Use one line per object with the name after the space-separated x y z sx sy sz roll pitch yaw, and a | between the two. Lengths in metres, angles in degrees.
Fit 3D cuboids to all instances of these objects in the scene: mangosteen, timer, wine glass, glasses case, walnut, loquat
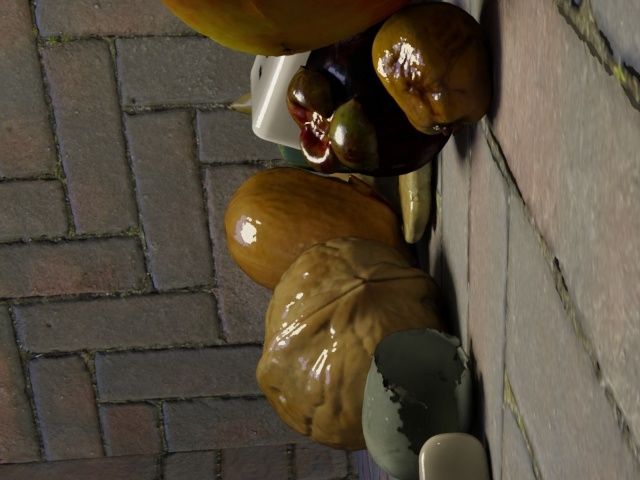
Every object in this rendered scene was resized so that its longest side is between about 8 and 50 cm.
0.060 -0.163 1.412 0.210 0.210 0.209 176 90 -88 | mangosteen
0.026 -0.234 1.628 0.192 0.194 0.195 -97 26 -57 | timer
0.115 0.260 1.495 0.143 0.143 0.321 -97 3 -56 | wine glass
0.153 0.316 1.369 0.051 0.081 0.204 113 154 -81 | glasses case
0.000 0.000 1.857 0.203 0.298 0.203 19 -90 -85 | walnut
0.112 -0.168 1.217 0.137 0.113 0.137 59 164 29 | loquat
0.047 0.139 1.666 0.313 0.252 0.277 103 176 -56 | walnut

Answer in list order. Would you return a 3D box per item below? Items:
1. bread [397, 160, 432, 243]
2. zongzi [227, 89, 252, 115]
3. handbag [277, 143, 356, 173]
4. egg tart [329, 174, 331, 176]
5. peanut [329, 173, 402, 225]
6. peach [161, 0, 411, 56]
0.133 -0.109 1.739 0.181 0.039 0.250 -97 4 -55 | bread
-0.023 -0.265 2.193 0.274 0.300 0.145 134 129 -88 | zongzi
0.030 -0.245 1.935 0.241 0.222 0.263 -85 -7 -70 | handbag
0.074 -0.111 2.416 0.295 0.116 0.294 175 90 -90 | egg tart
0.070 0.027 2.042 0.169 0.192 0.387 -15 66 46 | peanut
-0.022 -0.352 1.143 0.370 0.370 0.370 176 90 -88 | peach
